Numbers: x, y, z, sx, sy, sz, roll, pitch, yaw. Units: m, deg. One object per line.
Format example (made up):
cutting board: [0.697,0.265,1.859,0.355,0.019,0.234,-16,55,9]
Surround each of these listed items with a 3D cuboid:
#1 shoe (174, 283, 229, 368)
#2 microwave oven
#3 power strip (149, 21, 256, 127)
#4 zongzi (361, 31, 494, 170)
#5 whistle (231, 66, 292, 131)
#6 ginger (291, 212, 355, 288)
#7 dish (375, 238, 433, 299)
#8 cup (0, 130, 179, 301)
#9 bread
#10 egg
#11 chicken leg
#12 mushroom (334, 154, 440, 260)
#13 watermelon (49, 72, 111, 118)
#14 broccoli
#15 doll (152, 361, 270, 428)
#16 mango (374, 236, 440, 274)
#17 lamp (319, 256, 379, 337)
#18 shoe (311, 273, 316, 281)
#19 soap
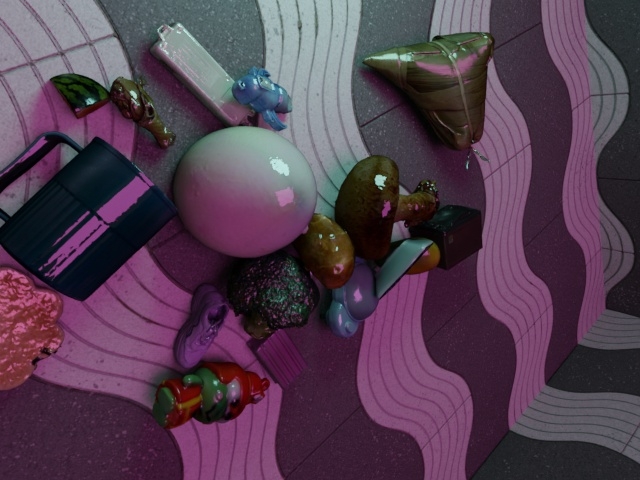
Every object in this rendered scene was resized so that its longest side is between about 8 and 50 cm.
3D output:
shoe: [-0.326,0.251,1.277,0.095,0.138,0.244,20,88,-34]
microwave oven: [0.502,-0.026,1.812,0.247,0.178,0.188,-27,116,-30]
power strip: [-0.295,-0.418,1.199,0.338,0.058,0.098,43,73,-35]
zongzi: [0.379,-0.472,1.667,0.467,0.218,0.499,-14,124,-8]
whistle: [-0.150,-0.396,1.249,0.269,0.093,0.180,-6,77,-68]
ginger: [0.000,0.000,1.339,0.165,0.321,0.172,-5,122,-23]
dish: [0.271,0.079,1.567,0.243,0.080,0.182,-52,167,19]
cup: [-0.524,-0.061,0.993,0.292,0.242,0.308,-50,127,-15]
bread: [-0.739,0.200,1.005,0.316,0.054,0.315,-10,107,-36]
egg: [-0.166,-0.120,1.188,0.355,0.340,0.354,-8,103,-36]
chicken leg: [-0.417,-0.305,1.097,0.081,0.125,0.196,-24,119,12]
mushroom: [0.217,-0.086,1.498,0.356,0.334,0.331,25,104,-7]
watermelon: [-0.535,-0.317,1.042,0.135,0.125,0.094,-16,141,-52]
broccoli: [-0.144,0.170,1.334,0.298,0.297,0.297,2,120,-37]
doll: [-0.299,0.441,1.324,0.363,0.160,0.182,7,110,-40]
mango: [0.319,0.062,1.696,0.251,0.114,0.156,-8,142,-5]
lamp: [0.114,0.201,1.591,0.284,0.147,0.209,-55,130,-13]
shoe: [-0.026,0.102,1.504,0.078,0.079,0.195,6,92,-24]
soap: [-0.138,0.373,1.490,0.122,0.065,0.203,-41,121,-23]
